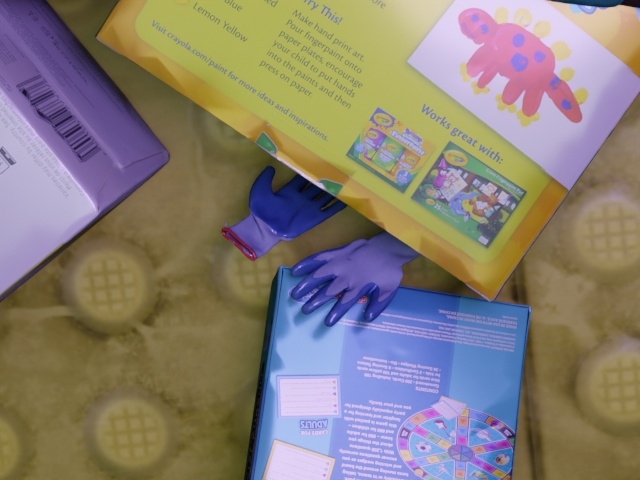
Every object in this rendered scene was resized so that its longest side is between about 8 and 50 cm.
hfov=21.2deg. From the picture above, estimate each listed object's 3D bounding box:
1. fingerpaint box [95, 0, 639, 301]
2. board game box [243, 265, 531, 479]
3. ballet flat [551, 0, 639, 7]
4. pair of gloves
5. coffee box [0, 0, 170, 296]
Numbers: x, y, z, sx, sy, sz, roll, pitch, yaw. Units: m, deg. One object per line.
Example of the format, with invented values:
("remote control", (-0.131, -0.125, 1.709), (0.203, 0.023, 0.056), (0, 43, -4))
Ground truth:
("fingerpaint box", (0.080, -0.226, 1.613), (0.444, 0.163, 0.371), (33, 101, -4))
("board game box", (0.057, 0.212, 1.658), (0.253, 0.079, 0.336), (10, 75, -6))
("ballet flat", (0.276, -0.240, 1.490), (0.247, 0.083, 0.087), (12, 75, -1))
("pair of gloves", (0.000, 0.000, 1.668), (0.198, 0.159, 0.023), (38, 138, 19))
("coffee box", (-0.395, -0.081, 1.594), (0.334, 0.338, 0.338), (-38, 95, 11))
